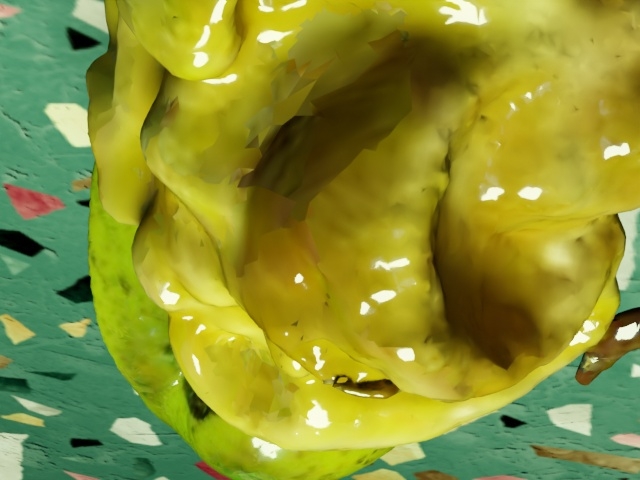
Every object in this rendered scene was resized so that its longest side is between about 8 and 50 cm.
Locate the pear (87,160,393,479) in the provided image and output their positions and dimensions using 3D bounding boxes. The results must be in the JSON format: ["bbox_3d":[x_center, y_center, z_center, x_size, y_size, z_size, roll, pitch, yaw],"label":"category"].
[{"bbox_3d":[0.000,0.000,0.958,0.159,0.292,0.292,4,153,30],"label":"pear"}]

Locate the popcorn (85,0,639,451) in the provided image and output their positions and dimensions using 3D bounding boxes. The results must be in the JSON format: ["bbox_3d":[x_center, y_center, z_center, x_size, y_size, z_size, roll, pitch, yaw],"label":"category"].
[{"bbox_3d":[0.023,-0.084,0.723,0.281,0.316,0.297,9,149,-37],"label":"popcorn"}]
